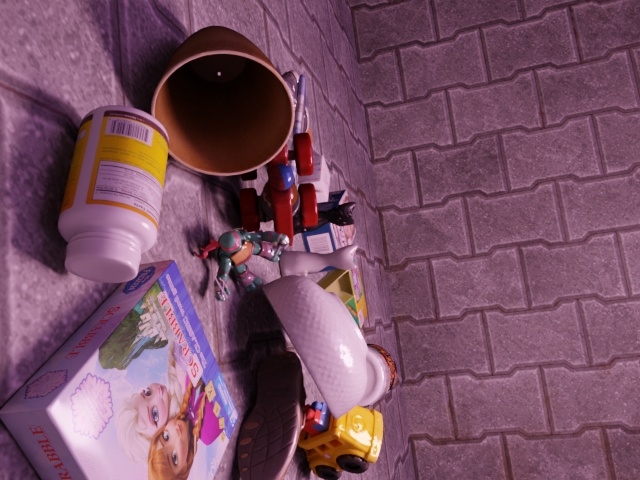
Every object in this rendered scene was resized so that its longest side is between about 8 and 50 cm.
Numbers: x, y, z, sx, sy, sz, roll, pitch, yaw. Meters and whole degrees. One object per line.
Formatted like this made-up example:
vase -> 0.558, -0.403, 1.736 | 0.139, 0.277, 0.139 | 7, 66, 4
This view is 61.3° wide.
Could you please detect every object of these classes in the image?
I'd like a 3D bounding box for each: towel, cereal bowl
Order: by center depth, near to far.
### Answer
cereal bowl -> 0.006, 0.218, 1.217 | 0.338, 0.141, 0.339 | 58, -10, 16
towel -> -0.070, -0.290, 1.517 | 0.209, 0.034, 0.284 | 107, -11, -82

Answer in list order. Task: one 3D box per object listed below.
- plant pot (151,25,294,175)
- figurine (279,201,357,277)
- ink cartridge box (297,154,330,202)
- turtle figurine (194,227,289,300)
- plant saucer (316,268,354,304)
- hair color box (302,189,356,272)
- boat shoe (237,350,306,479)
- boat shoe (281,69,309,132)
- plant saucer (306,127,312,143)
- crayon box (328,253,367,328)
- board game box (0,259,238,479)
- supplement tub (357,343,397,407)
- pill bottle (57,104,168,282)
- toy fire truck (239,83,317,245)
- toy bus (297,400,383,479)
plant pot -> -0.182, -0.288, 0.998 | 0.254, 0.237, 0.237 | -104, 173, -46
figurine -> 0.000, 0.000, 1.463 | 0.092, 0.210, 0.214 | 52, 32, -60
ink cartridge box -> -0.028, -0.183, 1.700 | 0.089, 0.092, 0.143 | 66, 22, -45
turtle figurine -> -0.146, 0.029, 1.050 | 0.118, 0.175, 0.234 | 52, -2, 13
plant saucer -> 0.006, 0.163, 1.501 | 0.045, 0.188, 0.188 | 43, -15, 25
hair color box -> 0.034, -0.040, 1.819 | 0.347, 0.105, 0.173 | -64, 142, -66
boat shoe -> -0.082, 0.379, 1.116 | 0.324, 0.123, 0.116 | -76, 155, -52
boat shoe -> -0.091, -0.434, 1.723 | 0.065, 0.075, 0.205 | -32, 127, -27
plant saucer -> -0.044, -0.371, 1.904 | 0.083, 0.013, 0.083 | -10, 90, -75
crayon box -> 0.097, 0.169, 1.967 | 0.165, 0.081, 0.278 | -42, 121, -73
board game box -> -0.233, 0.238, 0.738 | 0.318, 0.066, 0.318 | -70, 147, -61
supplement tub -> 0.142, 0.433, 1.759 | 0.316, 0.194, 0.193 | 30, 52, -72
pill bottle -> -0.266, -0.059, 0.699 | 0.117, 0.118, 0.214 | 55, 30, -58
toy fire truck -> -0.095, -0.150, 1.150 | 0.254, 0.170, 0.301 | 97, -13, -74
toy bus -> 0.011, 0.476, 1.340 | 0.212, 0.220, 0.149 | 36, 40, -21
